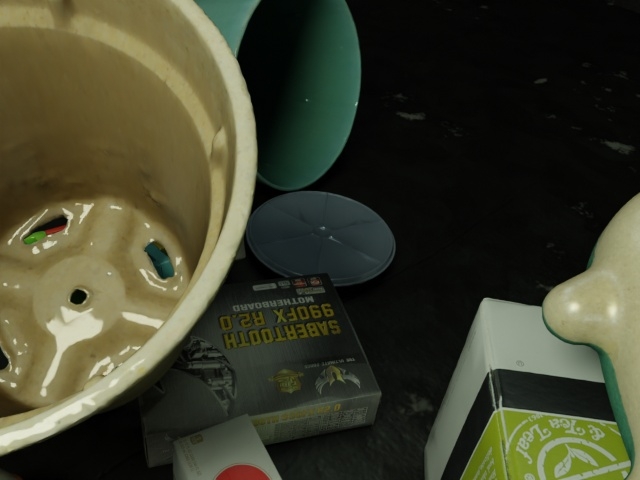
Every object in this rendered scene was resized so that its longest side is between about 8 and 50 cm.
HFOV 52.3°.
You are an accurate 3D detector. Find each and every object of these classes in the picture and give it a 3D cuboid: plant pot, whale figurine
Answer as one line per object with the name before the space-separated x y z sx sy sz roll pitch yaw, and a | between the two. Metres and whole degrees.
plant pot | -0.116 -0.237 0.960 0.235 0.293 0.293 15 36 33
plant pot | -0.214 0.006 0.492 0.333 0.305 0.334 2 68 -5
whale figurine | 0.240 0.089 0.406 0.216 0.141 0.272 20 63 14

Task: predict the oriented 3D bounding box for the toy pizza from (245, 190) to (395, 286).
toy pizza | 0.000 0.000 0.874 0.201 0.032 0.201 6 37 -4

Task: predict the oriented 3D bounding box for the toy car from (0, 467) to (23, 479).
toy car | -0.299 0.209 0.466 0.210 0.219 0.238 37 17 31

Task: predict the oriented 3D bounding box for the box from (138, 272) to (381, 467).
box | -0.076 0.124 0.684 0.231 0.056 0.183 -6 40 -16

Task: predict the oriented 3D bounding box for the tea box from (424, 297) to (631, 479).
tea box | 0.261 0.245 0.470 0.328 0.220 0.324 8 39 -1

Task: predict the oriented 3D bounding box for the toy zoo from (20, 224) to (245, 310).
toy zoo | -0.224 0.007 0.777 0.293 0.030 0.192 -19 29 -31

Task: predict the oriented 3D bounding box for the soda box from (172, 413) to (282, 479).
soda box | -0.050 0.251 0.523 0.073 0.069 0.216 -14 43 -26
